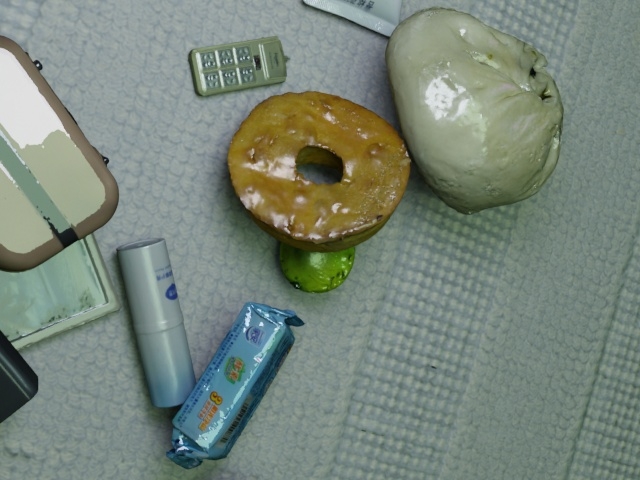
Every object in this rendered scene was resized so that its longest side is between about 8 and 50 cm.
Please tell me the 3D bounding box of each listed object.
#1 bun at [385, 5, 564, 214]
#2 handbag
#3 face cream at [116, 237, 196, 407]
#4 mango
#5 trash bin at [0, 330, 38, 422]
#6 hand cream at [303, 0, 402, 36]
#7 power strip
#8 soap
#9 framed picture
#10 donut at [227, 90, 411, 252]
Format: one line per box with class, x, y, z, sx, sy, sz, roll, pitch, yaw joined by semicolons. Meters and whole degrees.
bun;0.252;-0.212;1.555;0.362;0.234;0.326;52;36;-27
handbag;-0.450;-0.092;1.291;0.283;0.149;0.302;-38;110;-18
face cream;-0.246;0.125;1.468;0.077;0.077;0.250;-16;103;-25
mango;-0.001;0.000;1.570;0.119;0.100;0.178;21;78;-16
trash bin;-0.511;0.158;1.299;0.165;0.115;0.225;-39;107;-8
hand cream;0.099;-0.532;1.584;0.186;0.118;0.358;15;95;-30
power strip;-0.122;-0.277;1.527;0.169;0.028;0.076;-15;100;-25
soap;-0.132;0.223;1.493;0.077;0.156;0.293;28;78;13
framed picture;-0.446;-0.002;1.388;0.232;0.024;0.315;-23;104;-23
donut;-0.004;-0.096;1.496;0.278;0.108;0.277;2;59;-3
